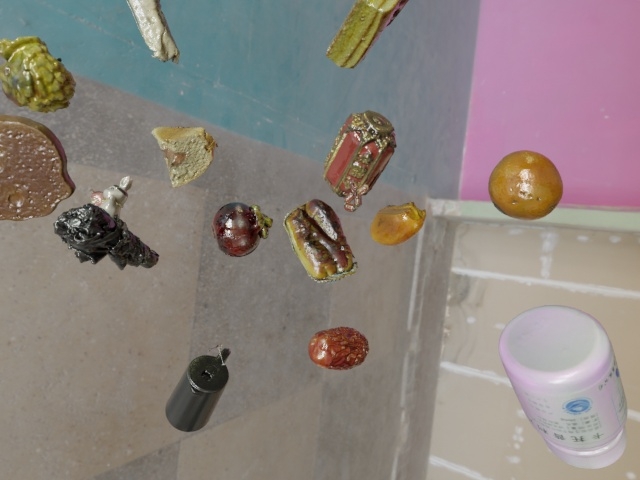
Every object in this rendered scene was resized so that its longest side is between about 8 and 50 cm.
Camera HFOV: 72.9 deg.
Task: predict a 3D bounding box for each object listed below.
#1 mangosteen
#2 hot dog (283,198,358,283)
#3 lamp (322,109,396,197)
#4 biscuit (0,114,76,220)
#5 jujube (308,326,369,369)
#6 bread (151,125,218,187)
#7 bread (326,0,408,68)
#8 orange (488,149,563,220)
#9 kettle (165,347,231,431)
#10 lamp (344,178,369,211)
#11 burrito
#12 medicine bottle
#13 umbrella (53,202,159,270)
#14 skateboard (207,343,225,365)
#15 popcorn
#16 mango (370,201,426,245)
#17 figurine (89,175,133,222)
[{"bbox_3d":[-0.226,-0.038,1.263,0.180,0.166,0.166,-21,121,-10],"label":"mangosteen"},{"bbox_3d":[0.000,0.000,1.210,0.163,0.270,0.081,-16,154,-21],"label":"hot dog"},{"bbox_3d":[0.115,-0.253,1.305,0.177,0.177,0.274,-42,167,-45],"label":"lamp"},{"bbox_3d":[-0.748,-0.169,1.045,0.049,0.273,0.257,-107,-176,-58],"label":"biscuit"},{"bbox_3d":[0.045,0.273,1.089,0.176,0.112,0.109,8,61,-50],"label":"jujube"},{"bbox_3d":[-0.507,-0.351,1.665,0.211,0.224,0.183,-22,131,-13],"label":"bread"},{"bbox_3d":[0.128,-0.571,1.111,0.111,0.234,0.184,33,68,-10],"label":"bread"},{"bbox_3d":[0.587,-0.155,1.246,0.206,0.206,0.205,-18,112,-54],"label":"orange"},{"bbox_3d":[-0.501,0.645,1.875,0.262,0.203,0.308,-8,138,-46],"label":"kettle"},{"bbox_3d":[0.087,-0.115,1.138,0.031,0.063,0.083,16,97,-56],"label":"lamp"},{"bbox_3d":[-0.358,-0.479,0.896,0.058,0.063,0.229,-144,-147,-82],"label":"burrito"},{"bbox_3d":[0.388,0.235,0.682,0.254,0.152,0.152,58,49,-26],"label":"medicine bottle"},{"bbox_3d":[-0.542,0.018,1.121,0.336,0.155,0.128,95,-12,-69],"label":"umbrella"},{"bbox_3d":[-0.409,0.460,1.721,0.064,0.032,0.083,-10,76,-51],"label":"skateboard"},{"bbox_3d":[-0.801,-0.467,1.228,0.169,0.218,0.189,-36,106,-54],"label":"popcorn"},{"bbox_3d":[0.285,-0.060,1.679,0.126,0.252,0.153,-33,94,-44],"label":"mango"},{"bbox_3d":[-0.568,-0.110,1.155,0.098,0.081,0.146,15,82,-24],"label":"figurine"}]
